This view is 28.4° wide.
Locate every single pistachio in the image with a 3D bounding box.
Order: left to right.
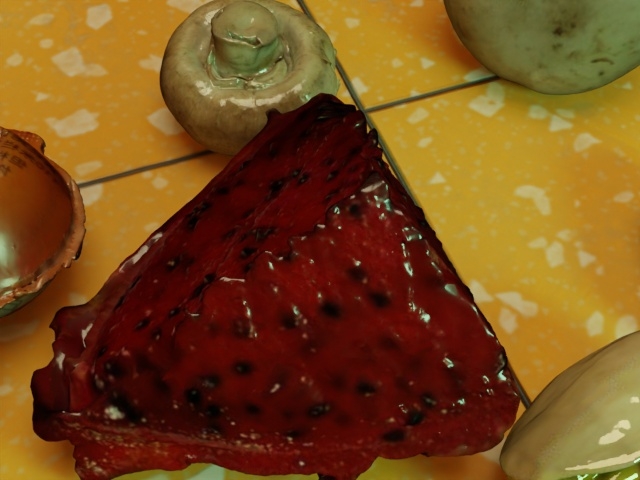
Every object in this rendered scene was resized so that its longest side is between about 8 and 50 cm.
[{"bbox_3d":[0.222,0.146,0.947,0.200,0.117,0.145,-36,24,-18],"label":"pistachio"}]

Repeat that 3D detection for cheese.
[{"bbox_3d":[-0.301,0.016,0.983,0.217,0.129,0.329,8,45,3],"label":"cheese"}]

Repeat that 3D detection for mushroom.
[{"bbox_3d":[-0.062,-0.154,1.145,0.166,0.127,0.166,5,56,-7],"label":"mushroom"},{"bbox_3d":[0.240,-0.267,1.210,0.244,0.243,0.243,2,53,-2],"label":"mushroom"}]

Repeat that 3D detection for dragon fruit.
[{"bbox_3d":[-0.040,0.075,0.997,0.329,0.228,0.286,-37,24,6],"label":"dragon fruit"}]
